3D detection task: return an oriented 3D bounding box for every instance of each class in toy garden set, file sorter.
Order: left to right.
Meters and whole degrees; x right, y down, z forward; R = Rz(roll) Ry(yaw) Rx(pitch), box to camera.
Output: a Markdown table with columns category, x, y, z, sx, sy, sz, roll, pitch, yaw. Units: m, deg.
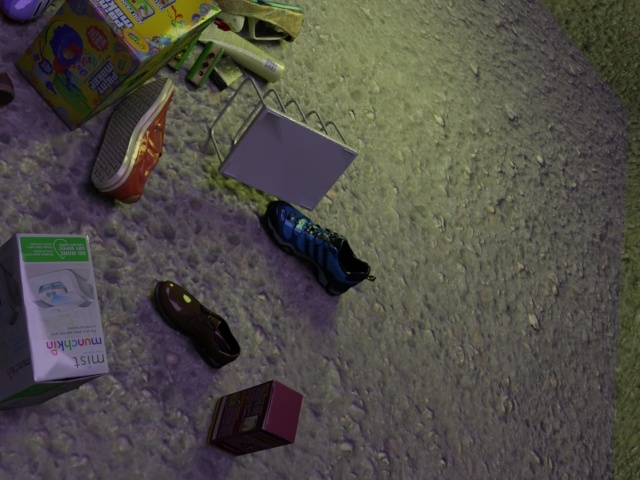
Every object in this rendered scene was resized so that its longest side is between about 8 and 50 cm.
| category | x | y | z | sx | sy | sz | roll | pitch | yaw |
| --- | --- | --- | --- | --- | --- | --- | --- | --- | --- |
| toy garden set | -0.319 | -0.510 | 1.755 | 0.244 | 0.049 | 0.203 | 34 | 85 | -28 |
| file sorter | -0.093 | -0.232 | 1.796 | 0.278 | 0.193 | 0.173 | 22 | 30 | -36 |

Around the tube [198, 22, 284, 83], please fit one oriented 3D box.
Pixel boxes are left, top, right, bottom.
| category | x | y | z | sx | sy | sz | roll | pitch | yaw |
| --- | --- | --- | --- | --- | --- | --- | --- | --- | --- |
| tube | -0.206 | -0.488 | 1.934 | 0.240 | 0.062 | 0.070 | 26 | 10 | -27 |

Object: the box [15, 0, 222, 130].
| category | x | y | z | sx | sy | sz | roll | pitch | yaw |
| --- | --- | --- | --- | --- | --- | --- | --- | --- | --- |
| box | -0.405 | -0.410 | 1.524 | 0.177 | 0.290 | 0.279 | 51 | 43 | -13 |

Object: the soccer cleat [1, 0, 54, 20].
| category | x | y | z | sx | sy | sz | roll | pitch | yaw |
| --- | --- | --- | --- | --- | --- | --- | --- | --- | --- |
| soccer cleat | -0.563 | -0.536 | 1.576 | 0.083 | 0.095 | 0.248 | 52 | 44 | -13 |

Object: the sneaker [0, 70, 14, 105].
| category | x | y | z | sx | sy | sz | roll | pitch | yaw |
| --- | --- | --- | --- | --- | --- | --- | --- | --- | --- |
| sneaker | -0.667 | -0.304 | 1.399 | 0.188 | 0.066 | 0.071 | 13 | 45 | -46 |

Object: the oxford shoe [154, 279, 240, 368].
| category | x | y | z | sx | sy | sz | roll | pitch | yaw |
| --- | --- | --- | --- | --- | --- | --- | --- | --- | --- |
| oxford shoe | -0.245 | 0.160 | 1.549 | 0.227 | 0.096 | 0.082 | 47 | 47 | -15 |

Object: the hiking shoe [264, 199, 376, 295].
| category | x | y | z | sx | sy | sz | roll | pitch | yaw |
| --- | --- | --- | --- | --- | --- | --- | --- | --- | --- |
| hiking shoe | 0.000 | 0.000 | 1.836 | 0.304 | 0.132 | 0.113 | 44 | 46 | -20 |

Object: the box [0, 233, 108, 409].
| category | x | y | z | sx | sy | sz | roll | pitch | yaw |
| --- | --- | --- | --- | --- | --- | --- | --- | --- | --- |
| box | -0.467 | 0.138 | 1.221 | 0.127 | 0.262 | 0.231 | 1 | 71 | -43 |

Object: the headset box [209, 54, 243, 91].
| category | x | y | z | sx | sy | sz | roll | pitch | yaw |
| --- | --- | --- | --- | --- | --- | --- | --- | --- | --- |
| headset box | -0.241 | -0.415 | 1.877 | 0.062 | 0.032 | 0.083 | 51 | 42 | -13 |

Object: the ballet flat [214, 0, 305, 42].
| category | x | y | z | sx | sy | sz | roll | pitch | yaw |
| --- | --- | --- | --- | --- | --- | --- | --- | --- | --- |
| ballet flat | -0.187 | -0.588 | 1.966 | 0.349 | 0.123 | 0.123 | 2 | 70 | -43 |

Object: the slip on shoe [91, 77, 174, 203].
| category | x | y | z | sx | sy | sz | roll | pitch | yaw |
| --- | --- | --- | --- | --- | --- | --- | --- | --- | --- |
| slip on shoe | -0.383 | -0.216 | 1.597 | 0.101 | 0.123 | 0.331 | 54 | 38 | -45 |

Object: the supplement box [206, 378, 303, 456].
| category | x | y | z | sx | sy | sz | roll | pitch | yaw |
| --- | --- | --- | --- | --- | --- | --- | --- | --- | --- |
| supplement box | -0.131 | 0.355 | 1.495 | 0.081 | 0.188 | 0.104 | 34 | 50 | -29 |
